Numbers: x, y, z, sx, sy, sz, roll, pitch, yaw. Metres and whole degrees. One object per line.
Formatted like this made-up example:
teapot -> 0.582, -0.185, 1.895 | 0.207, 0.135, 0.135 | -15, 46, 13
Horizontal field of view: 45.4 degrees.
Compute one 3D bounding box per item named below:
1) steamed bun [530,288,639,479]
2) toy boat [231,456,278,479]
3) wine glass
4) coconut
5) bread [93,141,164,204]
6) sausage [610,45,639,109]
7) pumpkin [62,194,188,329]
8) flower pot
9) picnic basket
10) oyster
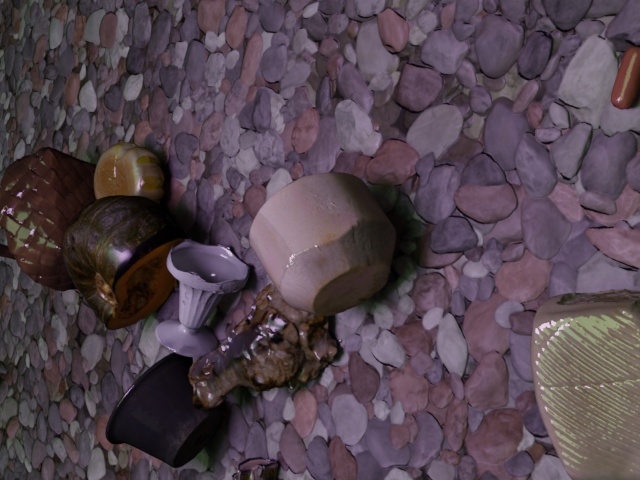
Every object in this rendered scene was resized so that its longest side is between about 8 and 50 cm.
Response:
steamed bun -> 0.364, 0.174, 0.939 | 0.170, 0.153, 0.238 | -12, 94, 36
toy boat -> -0.128, 0.503, 1.440 | 0.066, 0.084, 0.210 | 19, 111, 48
wine glass -> -0.242, 0.118, 1.516 | 0.165, 0.165, 0.196 | 37, 117, 39
coconut -> 0.003, -0.002, 1.248 | 0.241, 0.241, 0.241 | -4, 85, 44
bread -> -0.431, -0.125, 1.746 | 0.213, 0.105, 0.213 | -1, 89, 41
sausage -> 0.403, -0.212, 0.996 | 0.034, 0.034, 0.083 | 25, 105, 42
pumpkin -> -0.409, 0.013, 1.618 | 0.232, 0.242, 0.325 | 52, 139, 17
flower pot -> -0.293, 0.354, 1.528 | 0.148, 0.235, 0.235 | 36, 113, 19
picnic basket -> -0.663, -0.026, 1.820 | 0.338, 0.293, 0.337 | -7, 75, 29
oyster -> -0.123, 0.196, 1.413 | 0.337, 0.133, 0.197 | -34, 57, 32
